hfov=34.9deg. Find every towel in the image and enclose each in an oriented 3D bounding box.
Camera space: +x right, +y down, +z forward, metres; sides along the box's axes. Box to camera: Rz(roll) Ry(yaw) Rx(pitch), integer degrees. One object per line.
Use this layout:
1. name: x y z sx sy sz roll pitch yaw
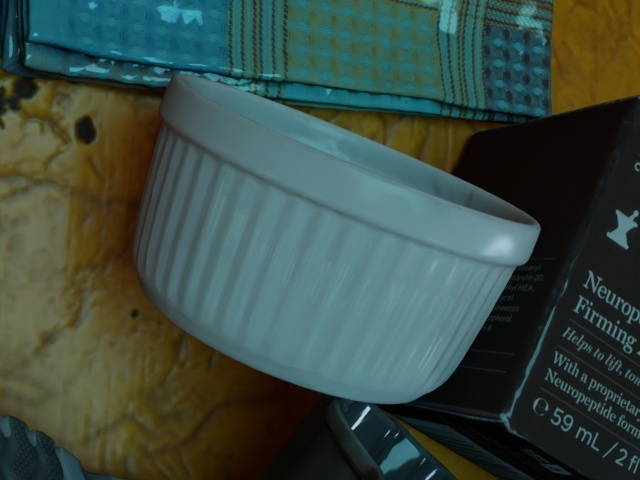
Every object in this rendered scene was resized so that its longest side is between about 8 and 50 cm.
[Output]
1. towel: -0.003 -0.217 0.636 0.370 0.040 0.272 3 87 -26

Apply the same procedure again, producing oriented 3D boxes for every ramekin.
1. ramekin: 0.000 0.000 0.539 0.207 0.207 0.109 18 102 -24

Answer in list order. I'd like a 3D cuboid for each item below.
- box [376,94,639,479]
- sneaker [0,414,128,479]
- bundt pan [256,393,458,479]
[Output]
1. box: 0.159 0.049 0.629 0.168 0.167 0.203 32 75 -21
2. sneaker: -0.128 0.189 0.544 0.281 0.105 0.115 39 104 -22
3. bundt pan: 0.071 0.231 0.511 0.124 0.331 0.331 -42 106 2
